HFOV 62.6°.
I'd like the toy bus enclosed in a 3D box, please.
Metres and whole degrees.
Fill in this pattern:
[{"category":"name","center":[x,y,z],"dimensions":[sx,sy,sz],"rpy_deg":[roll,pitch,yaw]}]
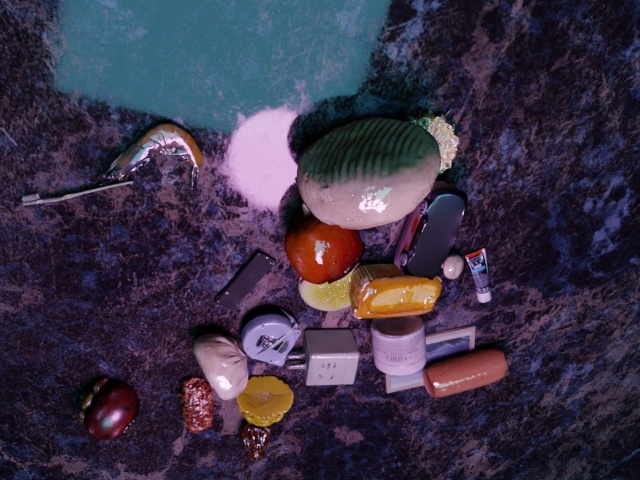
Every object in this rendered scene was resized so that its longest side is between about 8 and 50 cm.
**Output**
[{"category":"toy bus","center":[0.315,-0.033,1.536],"dimensions":[0.128,0.147,0.302],"rpy_deg":[7,118,-14]}]

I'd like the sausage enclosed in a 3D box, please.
[{"category":"sausage","center":[0.521,0.467,1.870],"dimensions":[0.305,0.121,0.121],"rpy_deg":[-15,122,-4]}]

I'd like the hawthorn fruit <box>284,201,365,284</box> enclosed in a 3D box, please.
[{"category":"hawthorn fruit","center":[0.000,0.000,1.470],"dimensions":[0.216,0.215,0.249],"rpy_deg":[-22,124,3]}]

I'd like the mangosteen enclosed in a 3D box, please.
[{"category":"mangosteen","center":[-0.691,0.541,1.703],"dimensions":[0.200,0.199,0.199],"rpy_deg":[-5,122,-7]}]

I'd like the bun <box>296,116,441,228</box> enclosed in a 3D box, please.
[{"category":"bun","center":[0.125,-0.156,1.328],"dimensions":[0.363,0.326,0.234],"rpy_deg":[-16,126,5]}]

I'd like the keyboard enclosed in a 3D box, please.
[{"category":"keyboard","center":[-0.232,0.125,1.609],"dimensions":[0.072,0.023,0.231],"rpy_deg":[31,112,-32]}]

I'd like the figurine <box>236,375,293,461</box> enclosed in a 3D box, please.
[{"category":"figurine","center":[-0.220,0.637,1.867],"dimensions":[0.188,0.168,0.315],"rpy_deg":[-16,139,-33]}]

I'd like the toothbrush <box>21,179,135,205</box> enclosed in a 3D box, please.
[{"category":"toothbrush","center":[-0.635,-0.125,1.381],"dimensions":[0.295,0.026,0.028],"rpy_deg":[-9,107,-5]}]

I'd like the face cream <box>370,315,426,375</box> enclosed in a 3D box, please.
[{"category":"face cream","center":[0.254,0.327,1.717],"dimensions":[0.178,0.177,0.152],"rpy_deg":[-10,113,-4]}]

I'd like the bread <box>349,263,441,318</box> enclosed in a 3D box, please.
[{"category":"bread","center":[0.231,0.157,1.638],"dimensions":[0.289,0.119,0.152],"rpy_deg":[0,122,-21]}]

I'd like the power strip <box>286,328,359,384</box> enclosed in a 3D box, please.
[{"category":"power strip","center":[0.000,0.384,1.738],"dimensions":[0.225,0.139,0.140],"rpy_deg":[2,121,-12]}]

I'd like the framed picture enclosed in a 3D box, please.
[{"category":"framed picture","center":[0.396,0.432,1.908],"dimensions":[0.336,0.022,0.247],"rpy_deg":[-10,122,-4]}]

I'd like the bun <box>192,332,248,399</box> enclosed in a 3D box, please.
[{"category":"bun","center":[-0.299,0.383,1.654],"dimensions":[0.133,0.231,0.231],"rpy_deg":[-33,122,-9]}]

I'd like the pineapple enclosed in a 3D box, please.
[{"category":"pineapple","center":[0.293,-0.263,1.453],"dimensions":[0.222,0.047,0.221],"rpy_deg":[-4,120,-7]}]

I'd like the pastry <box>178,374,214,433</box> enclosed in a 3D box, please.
[{"category":"pastry","center":[-0.424,0.563,1.800],"dimensions":[0.115,0.097,0.208],"rpy_deg":[-4,121,-20]}]

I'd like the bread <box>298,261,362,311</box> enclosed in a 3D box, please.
[{"category":"bread","center":[0.043,0.137,1.658],"dimensions":[0.229,0.033,0.228],"rpy_deg":[-4,121,-7]}]

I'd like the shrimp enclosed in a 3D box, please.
[{"category":"shrimp","center":[-0.425,-0.174,1.369],"dimensions":[0.262,0.051,0.198],"rpy_deg":[-37,120,2]}]

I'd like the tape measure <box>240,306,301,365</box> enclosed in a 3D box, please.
[{"category":"tape measure","center":[-0.165,0.305,1.682],"dimensions":[0.181,0.107,0.182],"rpy_deg":[15,120,-26]}]

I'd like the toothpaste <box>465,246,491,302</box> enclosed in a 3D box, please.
[{"category":"toothpaste","center":[0.525,0.113,1.728],"dimensions":[0.071,0.045,0.193],"rpy_deg":[-24,116,-5]}]

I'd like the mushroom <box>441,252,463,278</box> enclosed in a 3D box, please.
[{"category":"mushroom","center":[0.416,0.081,1.670],"dimensions":[0.068,0.083,0.083],"rpy_deg":[10,129,32]}]
